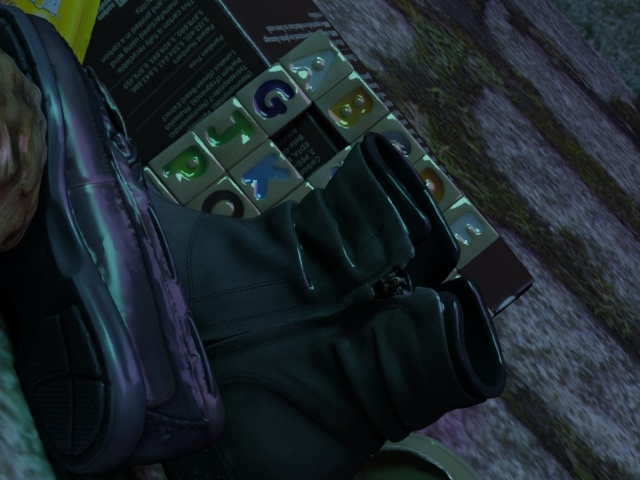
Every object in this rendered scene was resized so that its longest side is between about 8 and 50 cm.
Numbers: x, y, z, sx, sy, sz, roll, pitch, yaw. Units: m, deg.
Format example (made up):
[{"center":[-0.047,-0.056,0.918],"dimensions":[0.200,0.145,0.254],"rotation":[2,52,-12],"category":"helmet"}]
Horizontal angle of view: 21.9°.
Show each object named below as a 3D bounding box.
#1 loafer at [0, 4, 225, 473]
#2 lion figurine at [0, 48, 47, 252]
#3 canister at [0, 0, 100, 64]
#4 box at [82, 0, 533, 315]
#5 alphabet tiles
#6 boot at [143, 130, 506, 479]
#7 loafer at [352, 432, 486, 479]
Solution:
[{"center":[-0.138,-0.002,0.975],"dimensions":[0.095,0.109,0.302],"rotation":[6,54,-41],"category":"loafer"},{"center":[-0.273,-0.061,0.762],"dimensions":[0.392,0.142,0.240],"rotation":[33,36,-46],"category":"lion figurine"},{"center":[-0.222,-0.176,1.072],"dimensions":[0.073,0.126,0.170],"rotation":[10,-8,29],"category":"canister"},{"center":[-0.019,-0.062,1.281],"dimensions":[0.381,0.143,0.191],"rotation":[51,21,7],"category":"box"},{"center":[0.000,0.000,1.151],"dimensions":[0.237,0.198,0.009],"rotation":[50,-10,6],"category":"alphabet tiles"},{"center":[-0.036,0.001,1.022],"dimensions":[0.338,0.222,0.118],"rotation":[57,23,17],"category":"boot"},{"center":[0.083,0.234,1.036],"dimensions":[0.092,0.102,0.268],"rotation":[28,30,-55],"category":"loafer"}]
